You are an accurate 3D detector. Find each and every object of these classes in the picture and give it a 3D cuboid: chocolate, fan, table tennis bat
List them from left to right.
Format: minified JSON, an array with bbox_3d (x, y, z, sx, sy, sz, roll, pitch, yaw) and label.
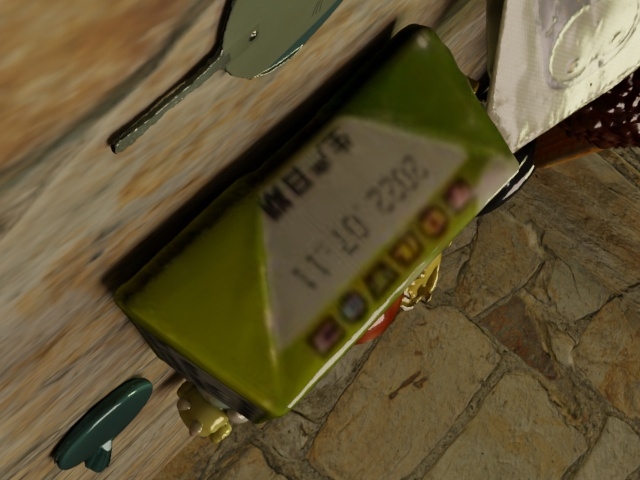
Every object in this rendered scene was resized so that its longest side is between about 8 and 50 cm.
[{"bbox_3d":[-0.241,0.217,0.758,0.124,0.033,0.201,-39,168,-37],"label":"table tennis bat"},{"bbox_3d":[-0.027,-0.097,0.307,0.175,0.005,0.113,-44,173,-14],"label":"fan"},{"bbox_3d":[-0.004,0.018,0.573,0.289,0.137,0.301,-44,173,-17],"label":"chocolate"}]

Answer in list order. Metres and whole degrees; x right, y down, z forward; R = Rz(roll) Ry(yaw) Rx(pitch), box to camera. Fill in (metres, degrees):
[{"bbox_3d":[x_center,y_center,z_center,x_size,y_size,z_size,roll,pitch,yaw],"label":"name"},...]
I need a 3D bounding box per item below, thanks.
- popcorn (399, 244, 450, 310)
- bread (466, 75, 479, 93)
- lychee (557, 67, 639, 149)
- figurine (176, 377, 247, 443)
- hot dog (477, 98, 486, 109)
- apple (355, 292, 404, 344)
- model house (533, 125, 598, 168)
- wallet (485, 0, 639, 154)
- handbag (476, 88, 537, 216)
[{"bbox_3d":[0.153,0.029,1.369,0.250,0.190,0.250,-27,142,-24],"label":"popcorn"},{"bbox_3d":[0.109,-0.122,0.752,0.117,0.064,0.156,-44,174,-27],"label":"bread"},{"bbox_3d":[0.378,-0.241,0.834,0.300,0.264,0.264,-4,146,-39],"label":"lychee"},{"bbox_3d":[-0.133,0.194,0.948,0.155,0.127,0.235,-35,166,-10],"label":"figurine"},{"bbox_3d":[0.175,-0.125,1.078,0.270,0.082,0.162,-42,171,-24],"label":"hot dog"},{"bbox_3d":[0.044,0.070,1.087,0.199,0.199,0.199,-45,173,-7],"label":"apple"},{"bbox_3d":[0.422,-0.248,1.043,0.237,0.237,0.202,-47,-165,-21],"label":"model house"},{"bbox_3d":[0.267,-0.228,0.581,0.335,0.068,0.274,-35,138,-7],"label":"wallet"},{"bbox_3d":[0.312,-0.172,1.240,0.308,0.093,0.254,-57,-164,-16],"label":"handbag"}]
